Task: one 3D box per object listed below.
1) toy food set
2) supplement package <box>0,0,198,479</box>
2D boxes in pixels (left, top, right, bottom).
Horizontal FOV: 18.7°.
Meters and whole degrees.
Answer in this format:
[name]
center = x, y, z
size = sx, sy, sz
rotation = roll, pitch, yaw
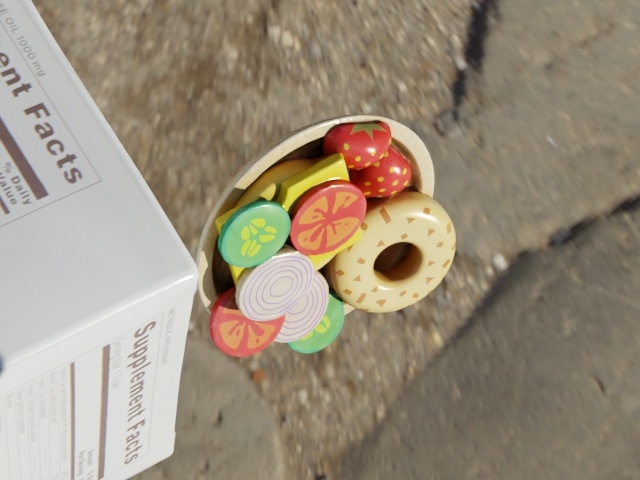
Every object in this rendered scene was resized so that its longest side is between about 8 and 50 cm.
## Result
[toy food set]
center = 0.000, 0.000, 0.570
size = 0.082, 0.020, 0.083
rotation = -30, 139, -12
[supplement package]
center = -0.172, 0.037, 0.526
size = 0.244, 0.139, 0.134
rotation = -27, 70, -20
